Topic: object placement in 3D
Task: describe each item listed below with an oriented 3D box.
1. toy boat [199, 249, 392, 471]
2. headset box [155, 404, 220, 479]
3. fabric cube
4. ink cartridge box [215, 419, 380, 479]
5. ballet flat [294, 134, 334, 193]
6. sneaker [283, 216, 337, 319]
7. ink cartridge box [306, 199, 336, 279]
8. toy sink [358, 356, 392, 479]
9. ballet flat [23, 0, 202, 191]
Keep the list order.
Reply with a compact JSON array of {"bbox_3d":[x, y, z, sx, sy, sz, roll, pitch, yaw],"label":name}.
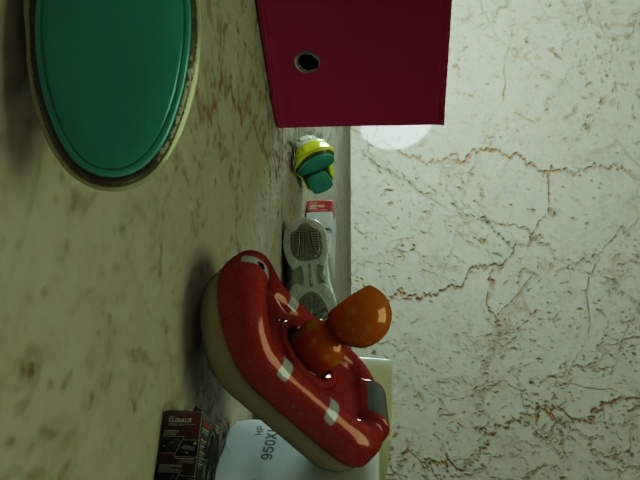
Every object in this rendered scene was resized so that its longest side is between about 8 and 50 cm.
[{"bbox_3d":[0.001,0.095,0.662,0.231,0.151,0.151,44,18,-19],"label":"toy boat"},{"bbox_3d":[-0.104,0.173,0.554,0.062,0.032,0.083,77,15,-63],"label":"headset box"},{"bbox_3d":[0.058,-0.341,1.056,0.254,0.258,0.259,84,8,-48],"label":"fabric cube"},{"bbox_3d":[-0.019,0.424,0.705,0.285,0.166,0.395,-80,167,-64],"label":"ink cartridge box"},{"bbox_3d":[-0.016,-0.149,1.289,0.231,0.077,0.077,74,-4,-78],"label":"ballet flat"},{"bbox_3d":[-0.016,0.086,1.153,0.115,0.090,0.232,80,12,-76],"label":"sneaker"},{"bbox_3d":[0.000,0.000,1.435,0.099,0.056,0.135,80,10,-55],"label":"ink cartridge box"},{"bbox_3d":[0.016,0.281,0.976,0.131,0.152,0.234,-84,177,-46],"label":"toy sink"},{"bbox_3d":[-0.108,-0.148,0.360,0.086,0.086,0.249,-16,104,-84],"label":"ballet flat"}]
